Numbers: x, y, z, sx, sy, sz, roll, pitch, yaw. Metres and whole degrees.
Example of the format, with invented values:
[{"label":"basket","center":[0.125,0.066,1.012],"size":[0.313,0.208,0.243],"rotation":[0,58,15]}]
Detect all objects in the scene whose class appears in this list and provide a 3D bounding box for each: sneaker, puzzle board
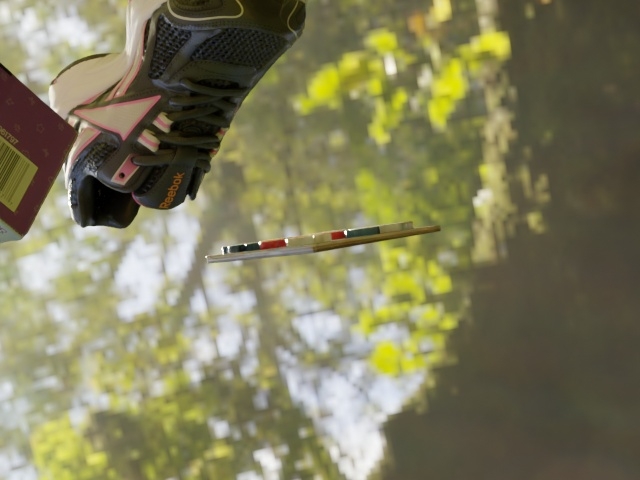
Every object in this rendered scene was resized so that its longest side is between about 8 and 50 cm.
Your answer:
[{"label":"sneaker","center":[-0.060,-0.054,0.846],"size":[0.072,0.077,0.178],"rotation":[6,158,-26]},{"label":"puzzle board","center":[0.000,0.000,1.251],"size":[0.096,0.011,0.128],"rotation":[-10,-178,-34]}]

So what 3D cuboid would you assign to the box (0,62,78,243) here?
[{"label":"box","center":[-0.260,-0.091,0.735],"size":[0.201,0.293,0.057],"rotation":[-13,-137,44]}]
